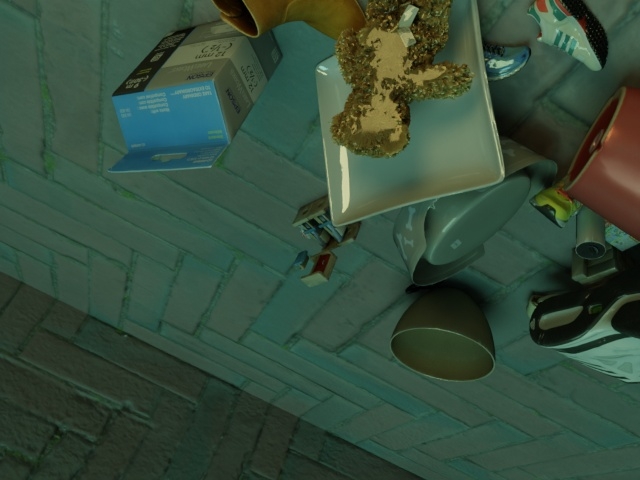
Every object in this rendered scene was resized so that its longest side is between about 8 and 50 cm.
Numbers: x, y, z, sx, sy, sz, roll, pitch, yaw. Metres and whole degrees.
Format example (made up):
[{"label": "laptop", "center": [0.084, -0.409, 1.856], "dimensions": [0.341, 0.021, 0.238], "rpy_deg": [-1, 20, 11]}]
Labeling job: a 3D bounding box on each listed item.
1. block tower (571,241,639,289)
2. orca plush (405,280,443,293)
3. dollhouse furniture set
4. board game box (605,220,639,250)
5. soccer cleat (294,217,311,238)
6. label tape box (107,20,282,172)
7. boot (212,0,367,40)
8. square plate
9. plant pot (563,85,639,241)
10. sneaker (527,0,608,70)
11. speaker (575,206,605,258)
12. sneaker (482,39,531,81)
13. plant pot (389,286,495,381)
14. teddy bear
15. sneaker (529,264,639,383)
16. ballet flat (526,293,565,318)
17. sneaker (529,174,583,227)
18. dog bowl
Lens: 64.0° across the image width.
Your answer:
[{"label": "block tower", "center": [0.732, 0.129, 1.195], "dimensions": [0.335, 0.091, 0.097], "rpy_deg": [35, 141, -16]}, {"label": "orca plush", "center": [0.281, 0.078, 1.356], "dimensions": [0.151, 0.102, 0.287], "rpy_deg": [23, 143, 0]}, {"label": "dollhouse furniture set", "center": [0.000, 0.000, 1.339], "dimensions": [0.129, 0.184, 0.128], "rpy_deg": [42, 139, -24]}, {"label": "board game box", "center": [0.660, -0.045, 1.071], "dimensions": [0.103, 0.026, 0.154], "rpy_deg": [29, 143, -9]}, {"label": "soccer cleat", "center": [-0.041, -0.037, 1.446], "dimensions": [0.035, 0.029, 0.083], "rpy_deg": [-4, 131, 37]}, {"label": "label tape box", "center": [-0.254, -0.285, 0.984], "dimensions": [0.249, 0.348, 0.115], "rpy_deg": [1, 138, 26]}, {"label": "boot", "center": [-0.060, -0.392, 0.866], "dimensions": [0.295, 0.211, 0.104], "rpy_deg": [37, 142, -18]}, {"label": "square plate", "center": [0.146, -0.224, 0.927], "dimensions": [0.347, 0.344, 0.049], "rpy_deg": [-14, 167, 39]}, {"label": "plant pot", "center": [0.569, -0.119, 0.852], "dimensions": [0.243, 0.275, 0.275], "rpy_deg": [27, 144, 12]}, {"label": "sneaker", "center": [0.402, -0.337, 0.835], "dimensions": [0.161, 0.057, 0.075], "rpy_deg": [40, 157, -23]}, {"label": "speaker", "center": [0.556, -0.028, 1.054], "dimensions": [0.055, 0.136, 0.055], "rpy_deg": [14, 143, 11]}, {"label": "sneaker", "center": [0.282, -0.324, 0.898], "dimensions": [0.162, 0.063, 0.073], "rpy_deg": [2, 135, 25]}, {"label": "plant pot", "center": [0.354, 0.246, 1.449], "dimensions": [0.283, 0.191, 0.284], "rpy_deg": [13, 143, 11]}, {"label": "teddy bear", "center": [0.129, -0.299, 0.846], "dimensions": [0.244, 0.338, 0.113], "rpy_deg": [-1, 179, 20]}, {"label": "sneaker", "center": [0.715, 0.188, 1.102], "dimensions": [0.257, 0.169, 0.447], "rpy_deg": [29, 151, -22]}, {"label": "ballet flat", "center": [0.658, 0.177, 1.310], "dimensions": [0.248, 0.086, 0.086], "rpy_deg": [2, 138, 27]}, {"label": "sneaker", "center": [0.480, -0.091, 0.996], "dimensions": [0.081, 0.208, 0.094], "rpy_deg": [46, 127, 17]}, {"label": "dog bowl", "center": [0.295, -0.059, 1.022], "dimensions": [0.102, 0.348, 0.349], "rpy_deg": [54, 153, 27]}]
